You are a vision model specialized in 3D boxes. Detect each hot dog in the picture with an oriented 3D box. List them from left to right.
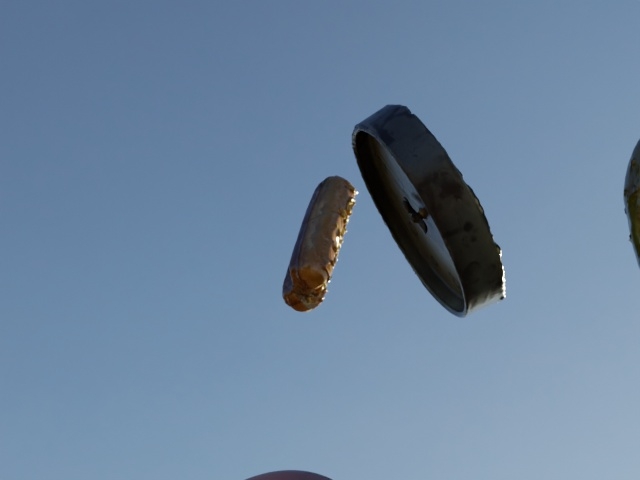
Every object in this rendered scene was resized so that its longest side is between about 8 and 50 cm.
[{"bbox_3d":[0.000,0.000,1.214,0.045,0.165,0.071,17,-49,2],"label":"hot dog"}]

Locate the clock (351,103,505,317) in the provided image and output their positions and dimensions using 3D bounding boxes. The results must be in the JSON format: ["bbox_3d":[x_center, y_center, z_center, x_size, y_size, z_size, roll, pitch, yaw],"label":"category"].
[{"bbox_3d":[0.150,-0.039,1.762,0.067,0.325,0.325,-29,-35,-9],"label":"clock"}]

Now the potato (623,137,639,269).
[{"bbox_3d":[0.452,-0.041,1.474,0.148,0.253,0.186,13,-1,-36],"label":"potato"}]

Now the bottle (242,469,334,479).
[{"bbox_3d":[0.031,0.302,0.777,0.173,0.206,0.297,-36,-56,1],"label":"bottle"}]
